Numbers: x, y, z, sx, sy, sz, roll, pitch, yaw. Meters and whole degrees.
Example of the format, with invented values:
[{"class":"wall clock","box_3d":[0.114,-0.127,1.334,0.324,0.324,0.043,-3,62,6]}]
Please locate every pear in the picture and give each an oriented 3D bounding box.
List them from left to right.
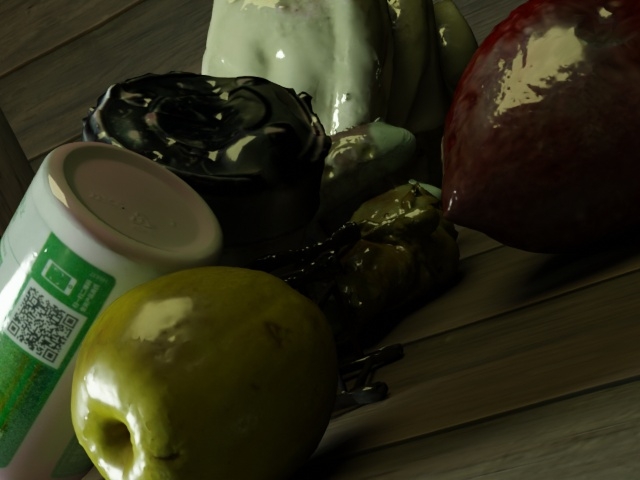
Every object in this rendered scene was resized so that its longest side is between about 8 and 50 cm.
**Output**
[{"class":"pear","box_3d":[-0.067,0.085,0.931,0.162,0.149,0.149,-36,12,-36]}]

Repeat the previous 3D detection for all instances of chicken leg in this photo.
[{"class":"chicken leg","box_3d":[0.048,0.017,1.224,0.103,0.088,0.228,-5,16,21]}]

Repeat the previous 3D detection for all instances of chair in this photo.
[{"class":"chair","box_3d":[-0.066,0.087,1.070,0.229,0.113,0.106,-21,7,13]}]

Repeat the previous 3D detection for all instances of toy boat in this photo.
[{"class":"toy boat","box_3d":[0.000,0.000,1.351,0.227,0.155,0.085,-29,49,3]}]

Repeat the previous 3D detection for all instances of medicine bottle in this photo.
[{"class":"medicine bottle","box_3d":[-0.182,0.076,1.064,0.274,0.133,0.133,-58,-6,25]}]

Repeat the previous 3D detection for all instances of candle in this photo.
[{"class":"candle","box_3d":[-0.108,0.033,1.225,0.187,0.330,0.187,9,32,-6]}]

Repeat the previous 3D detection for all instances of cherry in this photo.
[{"class":"cherry","box_3d":[0.179,-0.083,1.112,0.250,0.192,0.175,-37,-24,-23]}]

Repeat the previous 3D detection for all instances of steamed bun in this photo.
[{"class":"steamed bun","box_3d":[0.042,-0.154,1.589,0.247,0.352,0.339,1,33,18]}]
